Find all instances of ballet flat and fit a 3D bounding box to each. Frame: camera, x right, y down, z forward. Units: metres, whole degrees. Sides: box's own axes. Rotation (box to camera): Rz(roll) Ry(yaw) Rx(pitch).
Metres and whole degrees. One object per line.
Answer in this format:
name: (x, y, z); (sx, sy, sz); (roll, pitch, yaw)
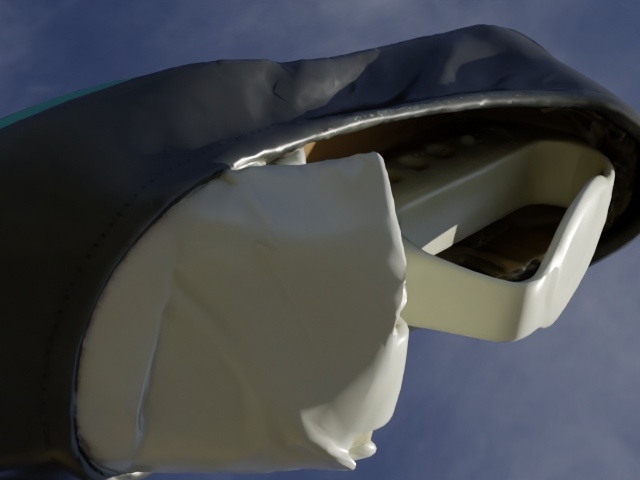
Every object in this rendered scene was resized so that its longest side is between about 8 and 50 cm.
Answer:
ballet flat: (0.000, 0.000, 0.413); (0.096, 0.280, 0.095); (26, -57, 33)
